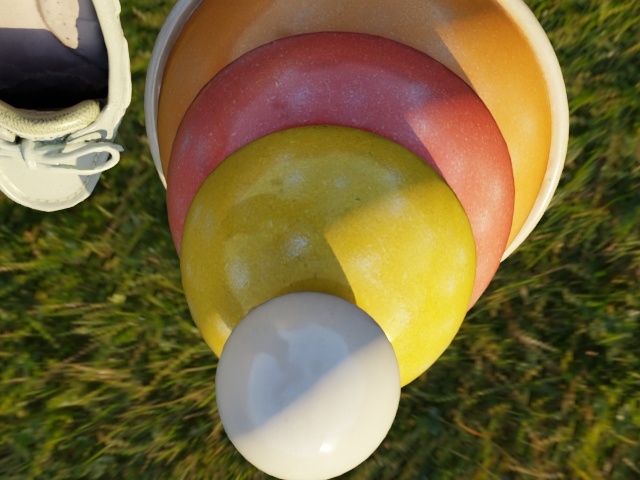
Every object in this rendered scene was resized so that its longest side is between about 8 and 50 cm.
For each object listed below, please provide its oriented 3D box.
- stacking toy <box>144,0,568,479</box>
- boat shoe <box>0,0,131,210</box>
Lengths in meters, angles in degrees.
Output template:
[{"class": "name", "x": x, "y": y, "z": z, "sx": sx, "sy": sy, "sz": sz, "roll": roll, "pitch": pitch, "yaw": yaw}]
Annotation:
[{"class": "stacking toy", "x": 0.000, "y": 0.000, "z": 1.155, "sx": 0.350, "sy": 0.480, "sz": 0.351, "roll": 4, "pitch": 120, "yaw": 7}, {"class": "boat shoe", "x": -0.166, "y": -0.111, "z": 0.933, "sx": 0.118, "sy": 0.320, "sz": 0.103, "roll": 3, "pitch": 55, "yaw": -11}]
